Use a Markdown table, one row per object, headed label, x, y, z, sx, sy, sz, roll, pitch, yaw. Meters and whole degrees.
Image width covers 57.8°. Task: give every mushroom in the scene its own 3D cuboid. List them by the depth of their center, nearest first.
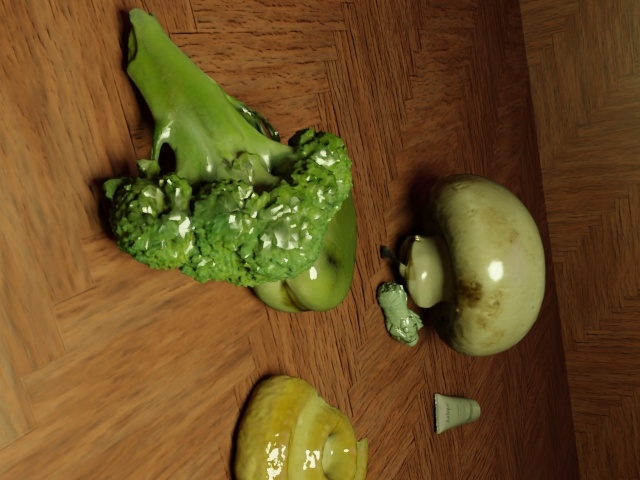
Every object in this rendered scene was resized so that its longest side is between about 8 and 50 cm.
| label | x | y | z | sx | sy | sz | roll | pitch | yaw |
| --- | --- | --- | --- | --- | --- | --- | --- | --- | --- |
| mushroom | 0.267 | 0.051 | 1.142 | 0.362 | 0.295 | 0.361 | 173 | -90 | -87 |

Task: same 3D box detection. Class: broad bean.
| label | x | y | z | sx | sy | sz | roll | pitch | yaw |
| --- | --- | --- | --- | --- | --- | --- | --- | --- | --- |
| broad bean | 0.000 | 0.000 | 0.842 | 0.263 | 0.121 | 0.189 | -61 | 139 | -42 |

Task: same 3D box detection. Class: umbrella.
| label | x | y | z | sx | sy | sz | roll | pitch | yaw |
| --- | --- | --- | --- | --- | --- | --- | --- | --- | --- |
| umbrella | 0.152 | 0.144 | 1.110 | 0.143 | 0.067 | 0.062 | 62 | 4 | -21 |

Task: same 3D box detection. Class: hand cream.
| label | x | y | z | sx | sy | sz | roll | pitch | yaw |
| --- | --- | --- | --- | --- | --- | --- | --- | --- | --- |
| hand cream | 0.315 | 0.398 | 1.347 | 0.186 | 0.054 | 0.087 | 14 | 70 | -49 |

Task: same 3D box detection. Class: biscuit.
| label | x | y | z | sx | sy | sz | roll | pitch | yaw |
| --- | --- | --- | --- | --- | --- | --- | --- | --- | --- |
| biscuit | -0.018 | 0.329 | 0.808 | 0.274 | 0.091 | 0.213 | 51 | 45 | -44 |

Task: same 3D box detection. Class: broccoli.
| label | x | y | z | sx | sy | sz | roll | pitch | yaw |
| --- | --- | --- | --- | --- | --- | --- | --- | --- | --- |
| broccoli | -0.125 | -0.062 | 0.654 | 0.302 | 0.186 | 0.254 | 26 | 60 | -5 |
